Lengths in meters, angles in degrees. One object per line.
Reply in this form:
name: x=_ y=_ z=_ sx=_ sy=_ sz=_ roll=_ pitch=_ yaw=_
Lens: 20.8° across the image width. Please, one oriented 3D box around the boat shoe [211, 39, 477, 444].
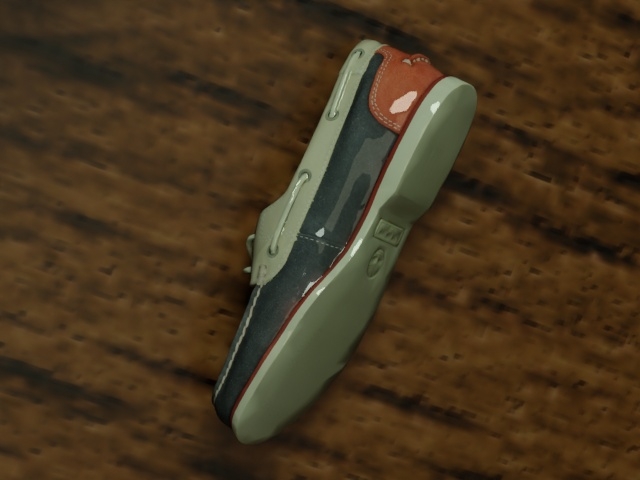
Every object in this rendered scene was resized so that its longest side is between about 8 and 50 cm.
boat shoe: x=0.000 y=0.000 z=0.564 sx=0.043 sy=0.049 sz=0.137 roll=29 pitch=90 yaw=24
